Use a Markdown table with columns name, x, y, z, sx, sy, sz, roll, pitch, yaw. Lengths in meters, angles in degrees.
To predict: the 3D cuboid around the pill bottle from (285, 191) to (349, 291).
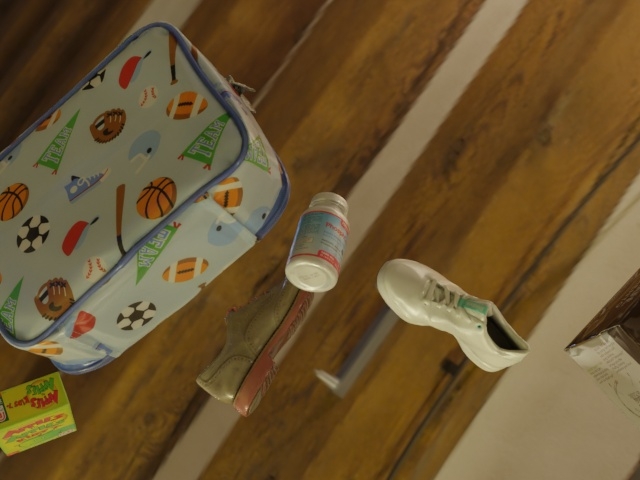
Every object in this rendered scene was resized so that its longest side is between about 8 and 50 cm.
| name | x | y | z | sx | sy | sz | roll | pitch | yaw |
| --- | --- | --- | --- | --- | --- | --- | --- | --- | --- |
| pill bottle | 0.000 | 0.000 | 1.659 | 0.087 | 0.087 | 0.160 | -22 | -141 | 38 |

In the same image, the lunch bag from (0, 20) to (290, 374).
| name | x | y | z | sx | sy | sz | roll | pitch | yaw |
| --- | --- | --- | --- | --- | --- | --- | --- | --- | --- |
| lunch bag | -0.183 | -0.047 | 0.917 | 0.303 | 0.115 | 0.243 | -39 | -126 | 4 |

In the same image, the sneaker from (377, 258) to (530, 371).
| name | x | y | z | sx | sy | sz | roll | pitch | yaw |
| --- | --- | --- | --- | --- | --- | --- | --- | --- | --- |
| sneaker | 0.173 | 0.085 | 1.263 | 0.080 | 0.212 | 0.094 | -60 | -170 | -21 |

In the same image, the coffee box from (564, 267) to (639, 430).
| name | x | y | z | sx | sy | sz | roll | pitch | yaw |
| --- | --- | --- | --- | --- | --- | --- | --- | --- | --- |
| coffee box | 0.369 | 0.136 | 0.920 | 0.141 | 0.246 | 0.098 | -42 | 176 | -24 |

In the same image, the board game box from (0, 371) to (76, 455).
| name | x | y | z | sx | sy | sz | roll | pitch | yaw |
| --- | --- | --- | --- | --- | --- | --- | --- | --- | --- |
| board game box | -0.348 | 0.212 | 1.209 | 0.181 | 0.092 | 0.043 | 118 | -49 | -68 |

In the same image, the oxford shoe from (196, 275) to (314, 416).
| name | x | y | z | sx | sy | sz | roll | pitch | yaw |
| --- | --- | --- | --- | --- | --- | --- | --- | --- | --- |
| oxford shoe | -0.101 | 0.132 | 1.797 | 0.348 | 0.130 | 0.123 | -61 | 170 | -20 |
